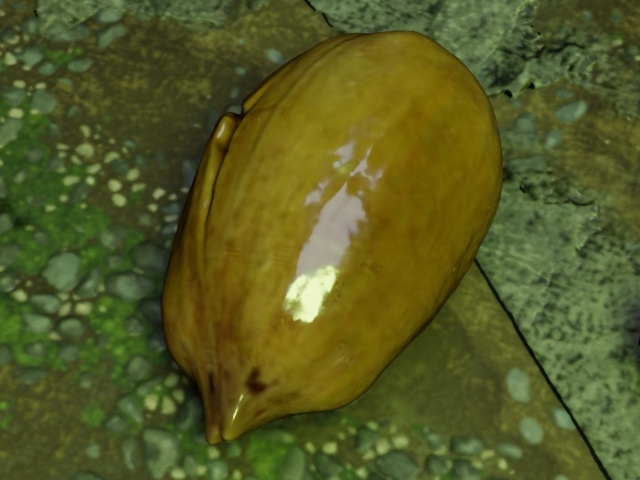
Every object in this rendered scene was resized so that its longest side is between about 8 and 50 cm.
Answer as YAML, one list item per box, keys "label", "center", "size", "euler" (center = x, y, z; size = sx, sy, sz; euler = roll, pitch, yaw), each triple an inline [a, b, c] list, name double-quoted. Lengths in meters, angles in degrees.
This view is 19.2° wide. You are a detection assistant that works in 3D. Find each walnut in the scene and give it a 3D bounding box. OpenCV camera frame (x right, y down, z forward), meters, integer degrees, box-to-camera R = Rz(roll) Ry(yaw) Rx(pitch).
- label: "walnut"
  center: [0.000, 0.000, 1.290]
  size: [0.209, 0.209, 0.336]
  euler: [24, 60, 11]

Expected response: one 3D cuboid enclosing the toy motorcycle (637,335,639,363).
- label: "toy motorcycle"
  center: [0.304, 0.088, 1.315]
  size: [0.173, 0.100, 0.058]
  euler: [15, 57, 7]
